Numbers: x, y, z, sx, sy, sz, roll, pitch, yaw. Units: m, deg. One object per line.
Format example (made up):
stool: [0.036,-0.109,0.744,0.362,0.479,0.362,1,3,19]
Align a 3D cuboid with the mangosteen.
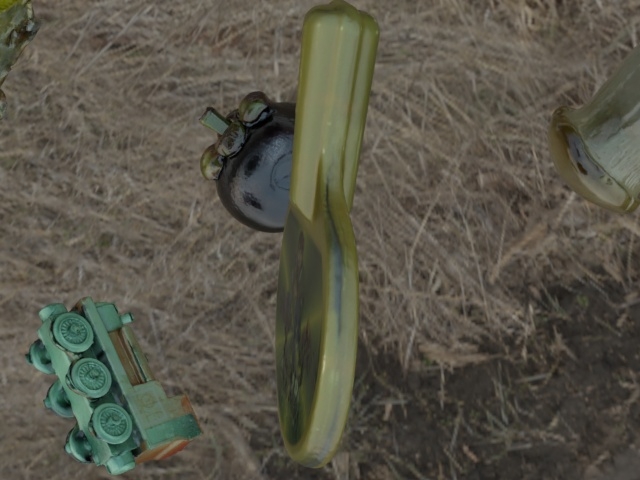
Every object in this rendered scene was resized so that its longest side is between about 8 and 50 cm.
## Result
mangosteen: [-0.057,-0.085,1.018,0.151,0.137,0.137,37,116,-11]

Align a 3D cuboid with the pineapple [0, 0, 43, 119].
pineapple: [-0.311,-0.116,0.751,0.114,0.186,0.237,25,92,14]

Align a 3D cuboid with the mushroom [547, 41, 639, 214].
mushroom: [0.377,-0.172,0.868,0.137,0.154,0.407,21,124,-42]

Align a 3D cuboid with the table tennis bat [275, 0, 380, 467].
table tennis bat: [0.000,0.000,0.687,0.050,0.198,0.321,2,108,-12]

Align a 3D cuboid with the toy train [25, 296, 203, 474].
toy train: [-0.198,0.132,0.947,0.074,0.118,0.176,-42,68,39]
